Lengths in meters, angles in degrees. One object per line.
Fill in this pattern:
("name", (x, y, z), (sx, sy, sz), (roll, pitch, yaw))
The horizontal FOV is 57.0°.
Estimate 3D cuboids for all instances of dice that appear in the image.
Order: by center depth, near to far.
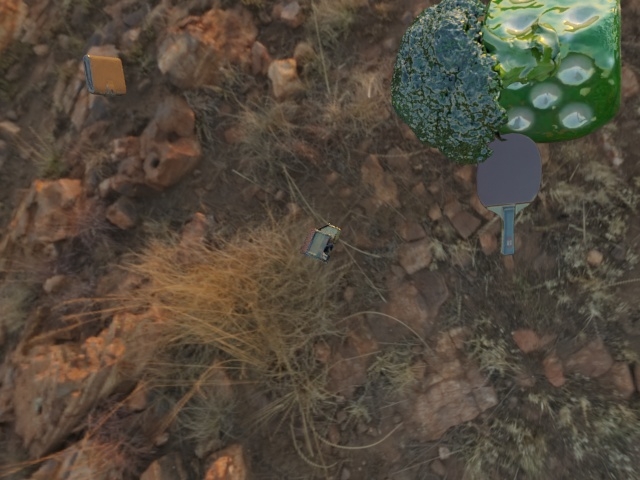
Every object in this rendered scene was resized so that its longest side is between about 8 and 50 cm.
("dice", (0.540, -0.428, 1.378), (0.300, 0.287, 0.297), (3, 53, 24))

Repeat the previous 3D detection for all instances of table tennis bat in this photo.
("table tennis bat", (0.417, -0.100, 1.305), (0.154, 0.021, 0.274), (-6, 106, -8))

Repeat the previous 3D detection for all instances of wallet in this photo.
("wallet", (-0.626, -0.476, 1.715), (0.039, 0.153, 0.117), (-3, 99, 17))

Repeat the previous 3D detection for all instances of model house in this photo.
("model house", (0.000, 0.000, 1.258), (0.058, 0.057, 0.083), (19, 82, 22))

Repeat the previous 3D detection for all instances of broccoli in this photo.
("broccoli", (0.267, -0.279, 1.021), (0.298, 0.297, 0.297), (-13, 73, 2))
